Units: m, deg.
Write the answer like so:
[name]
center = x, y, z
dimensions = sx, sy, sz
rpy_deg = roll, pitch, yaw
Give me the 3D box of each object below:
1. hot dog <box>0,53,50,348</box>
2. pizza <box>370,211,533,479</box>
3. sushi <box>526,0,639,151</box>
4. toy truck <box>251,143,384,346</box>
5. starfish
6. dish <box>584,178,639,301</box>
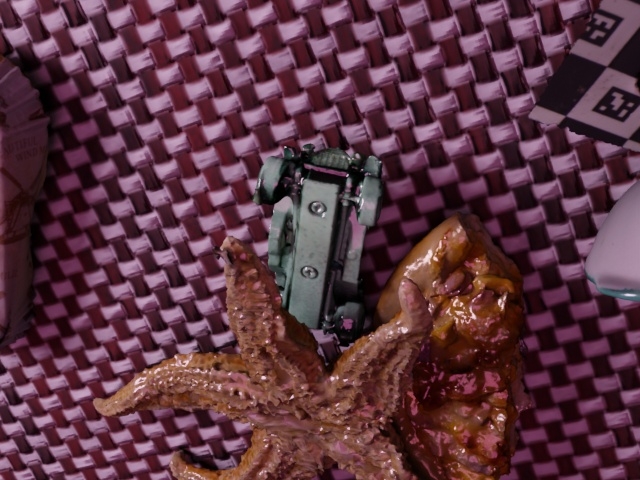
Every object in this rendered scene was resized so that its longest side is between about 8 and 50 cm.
[hot dog]
center = -0.265, -0.020, 0.650
dimensions = 0.131, 0.069, 0.252
rpy_deg = 8, 118, -2
[pizza]
center = 0.093, 0.097, 0.630
dimensions = 0.127, 0.058, 0.246
rpy_deg = 10, 117, 6
[sushi]
center = 0.247, -0.130, 0.485
dimensions = 0.192, 0.050, 0.215
rpy_deg = 15, 142, -7
[toy truck]
center = 0.000, -0.001, 0.606
dimensions = 0.080, 0.078, 0.154
rpy_deg = 11, 132, 7
[starfish]
center = -0.021, 0.108, 0.626
dimensions = 0.299, 0.060, 0.302
rpy_deg = 23, 133, 9
[dish]
center = 0.260, -0.020, 0.487
dimensions = 0.246, 0.224, 0.078
rpy_deg = -6, 96, -19
